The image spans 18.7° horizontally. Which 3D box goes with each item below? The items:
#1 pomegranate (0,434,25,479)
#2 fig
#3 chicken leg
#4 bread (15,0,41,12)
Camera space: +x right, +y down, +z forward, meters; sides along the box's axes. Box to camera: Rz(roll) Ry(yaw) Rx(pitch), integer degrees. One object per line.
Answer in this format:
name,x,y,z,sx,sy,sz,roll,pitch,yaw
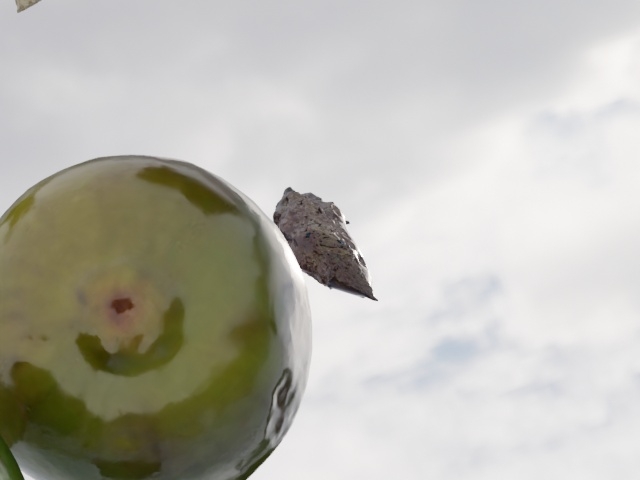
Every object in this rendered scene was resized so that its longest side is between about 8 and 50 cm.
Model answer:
pomegranate,-0.233,0.153,0.932,0.156,0.156,0.220,-1,-150,41
fig,-0.098,0.059,1.143,0.207,0.230,0.207,-7,-112,17
chicken leg,0.000,0.000,2.218,0.105,0.063,0.234,13,-159,-18
bread,-0.298,-0.304,1.988,0.077,0.105,0.152,-36,-166,11
